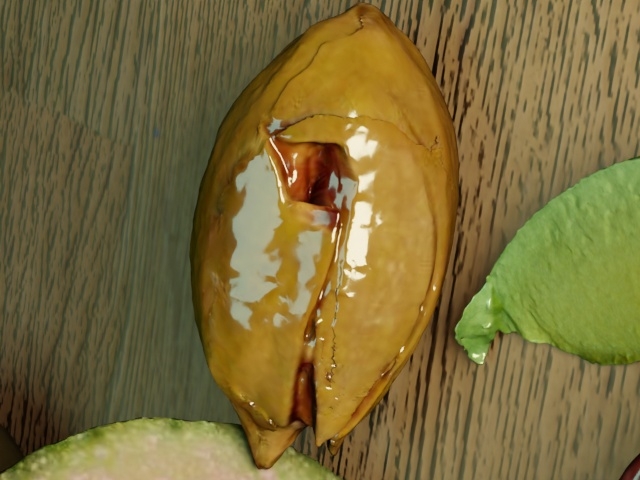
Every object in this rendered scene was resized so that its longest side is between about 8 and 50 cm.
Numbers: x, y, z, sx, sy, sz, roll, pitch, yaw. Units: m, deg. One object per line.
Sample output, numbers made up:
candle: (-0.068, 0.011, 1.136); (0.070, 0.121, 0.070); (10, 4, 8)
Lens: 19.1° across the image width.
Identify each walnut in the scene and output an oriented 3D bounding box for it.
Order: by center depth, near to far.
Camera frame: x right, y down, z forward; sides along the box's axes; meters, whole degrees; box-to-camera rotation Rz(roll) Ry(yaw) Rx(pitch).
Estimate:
walnut: (0.000, 0.000, 0.973); (0.137, 0.137, 0.245); (26, 108, 48)

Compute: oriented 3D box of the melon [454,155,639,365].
melon: (0.152, 0.017, 0.860); (0.262, 0.053, 0.114); (-22, 93, 53)

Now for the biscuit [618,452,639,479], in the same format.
biscuit: (0.220, 0.213, 0.665); (0.407, 0.091, 0.407); (-17, 66, 44)

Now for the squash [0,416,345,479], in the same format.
squash: (-0.104, 0.298, 1.024); (0.310, 0.310, 0.309); (66, 150, 25)

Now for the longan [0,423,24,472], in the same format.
longan: (-0.310, 0.195, 1.260); (0.248, 0.248, 0.248); (3, 94, 51)
